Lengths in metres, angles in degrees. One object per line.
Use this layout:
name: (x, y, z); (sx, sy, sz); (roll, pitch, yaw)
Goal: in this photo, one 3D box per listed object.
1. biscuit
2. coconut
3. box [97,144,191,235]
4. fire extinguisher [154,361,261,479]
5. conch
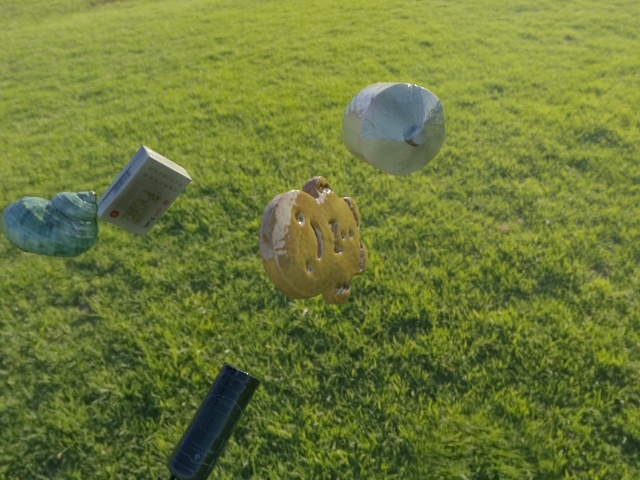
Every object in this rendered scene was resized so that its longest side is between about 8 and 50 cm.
biscuit: (0.002, 0.000, 0.997); (0.052, 0.274, 0.355); (-12, -5, 31)
coconut: (0.117, -0.178, 0.775); (0.147, 0.147, 0.153); (-22, 24, -13)
box: (-0.437, -0.118, 1.202); (0.201, 0.141, 0.058); (-49, 52, 10)
fire extinguisher: (-0.252, 0.420, 1.054); (0.115, 0.095, 0.311); (30, 71, -8)
conch: (-0.575, -0.039, 1.052); (0.188, 0.122, 0.175); (-31, 74, -33)
